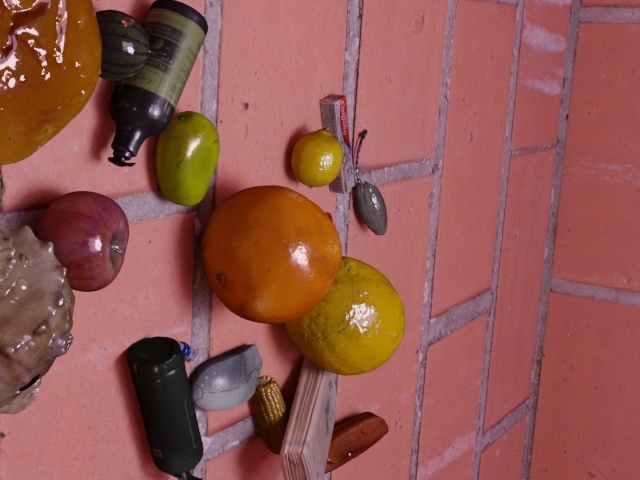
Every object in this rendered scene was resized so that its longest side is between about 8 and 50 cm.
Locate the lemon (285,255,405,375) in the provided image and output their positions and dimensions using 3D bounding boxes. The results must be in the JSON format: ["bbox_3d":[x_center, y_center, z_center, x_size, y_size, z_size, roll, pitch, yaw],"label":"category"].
[{"bbox_3d":[0.049,0.160,2.037,0.320,0.245,0.245,39,65,-45],"label":"lemon"}]

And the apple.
[{"bbox_3d":[-0.359,-0.002,1.425,0.153,0.120,0.153,10,90,-81],"label":"apple"}]

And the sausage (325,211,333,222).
[{"bbox_3d":[0.000,0.000,2.104,0.039,0.041,0.131,15,86,-54],"label":"sausage"}]

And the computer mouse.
[{"bbox_3d":[-0.169,0.275,1.883,0.229,0.068,0.113,-16,113,-56],"label":"computer mouse"}]

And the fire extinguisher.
[{"bbox_3d":[-0.265,0.326,1.702,0.095,0.114,0.311,-33,128,-40],"label":"fire extinguisher"}]

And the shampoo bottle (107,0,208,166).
[{"bbox_3d":[-0.273,-0.246,1.528,0.101,0.101,0.283,41,64,-55],"label":"shampoo bottle"}]

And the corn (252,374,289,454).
[{"bbox_3d":[-0.101,0.376,2.025,0.068,0.068,0.207,-45,136,-43],"label":"corn"}]

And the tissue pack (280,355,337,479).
[{"bbox_3d":[-0.022,0.407,2.053,0.325,0.071,0.170,-74,160,-57],"label":"tissue pack"}]

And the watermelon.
[{"bbox_3d":[-0.302,-0.294,1.447,0.133,0.105,0.105,9,91,-23],"label":"watermelon"}]

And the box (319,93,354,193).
[{"bbox_3d":[0.038,-0.213,2.107,0.055,0.040,0.218,-37,129,-47],"label":"box"}]

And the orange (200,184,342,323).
[{"bbox_3d":[-0.095,0.026,1.746,0.261,0.261,0.261,-24,119,-54],"label":"orange"}]

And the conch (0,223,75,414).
[{"bbox_3d":[-0.451,0.134,1.293,0.263,0.186,0.324,-30,124,-30],"label":"conch"}]

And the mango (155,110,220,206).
[{"bbox_3d":[-0.231,-0.142,1.639,0.117,0.089,0.163,12,89,-59],"label":"mango"}]

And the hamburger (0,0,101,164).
[{"bbox_3d":[-0.421,-0.253,1.223,0.290,0.170,0.314,-51,140,-29],"label":"hamburger"}]

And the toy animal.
[{"bbox_3d":[0.108,-0.128,2.238,0.079,0.070,0.252,-97,173,-74],"label":"toy animal"}]

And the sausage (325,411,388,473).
[{"bbox_3d":[0.054,0.486,2.286,0.330,0.102,0.102,-12,109,-58],"label":"sausage"}]

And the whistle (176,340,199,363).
[{"bbox_3d":[-0.252,0.203,1.762,0.033,0.029,0.083,-53,147,-8],"label":"whistle"}]

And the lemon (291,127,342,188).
[{"bbox_3d":[-0.007,-0.171,1.979,0.109,0.109,0.133,-1,108,-59],"label":"lemon"}]
